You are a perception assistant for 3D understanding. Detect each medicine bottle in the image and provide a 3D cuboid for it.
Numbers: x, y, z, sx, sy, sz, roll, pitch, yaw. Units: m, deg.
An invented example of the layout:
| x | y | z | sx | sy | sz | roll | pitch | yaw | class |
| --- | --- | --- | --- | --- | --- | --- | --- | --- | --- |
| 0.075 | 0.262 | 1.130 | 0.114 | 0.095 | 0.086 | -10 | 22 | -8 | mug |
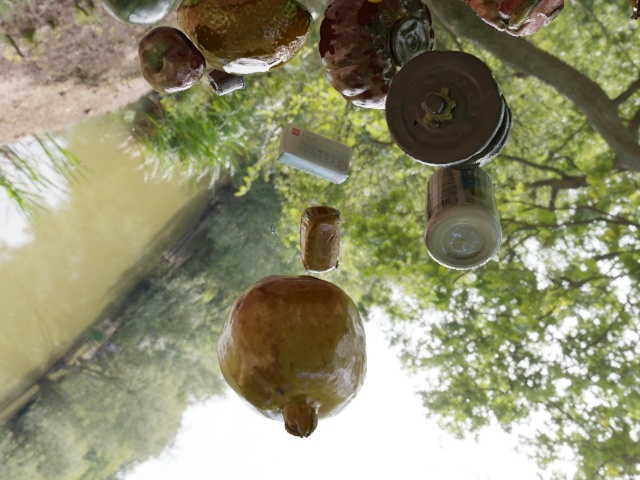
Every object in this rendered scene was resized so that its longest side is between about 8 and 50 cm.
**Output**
| x | y | z | sx | sy | sz | roll | pitch | yaw | class |
| --- | --- | --- | --- | --- | --- | --- | --- | --- | --- |
| 0.311 | -0.076 | 1.266 | 0.157 | 0.157 | 0.288 | -40 | -161 | 31 | medicine bottle |

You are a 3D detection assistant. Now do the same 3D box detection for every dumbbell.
| x | y | z | sx | sy | sz | roll | pitch | yaw | class |
| --- | --- | --- | --- | --- | --- | --- | --- | --- | --- |
| 0.236 | -0.218 | 0.999 | 0.185 | 0.185 | 0.388 | -41 | 171 | 21 | dumbbell |

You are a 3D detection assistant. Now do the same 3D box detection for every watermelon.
| x | y | z | sx | sy | sz | roll | pitch | yaw | class |
| --- | --- | --- | --- | --- | --- | --- | --- | --- | --- |
| -0.628 | -0.890 | 1.957 | 0.279 | 0.279 | 0.359 | -46 | -153 | -23 | watermelon |

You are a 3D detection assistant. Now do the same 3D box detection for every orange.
| x | y | z | sx | sy | sz | roll | pitch | yaw | class |
| --- | --- | --- | --- | --- | --- | --- | --- | --- | --- |
| -0.180 | -0.516 | 1.418 | 0.335 | 0.196 | 0.262 | -7 | -172 | 0 | orange |

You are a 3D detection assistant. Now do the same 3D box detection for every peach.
| x | y | z | sx | sy | sz | roll | pitch | yaw | class |
| --- | --- | --- | --- | --- | --- | --- | --- | --- | --- |
| -0.333 | -0.415 | 1.302 | 0.152 | 0.152 | 0.152 | -43 | -174 | 6 | peach |

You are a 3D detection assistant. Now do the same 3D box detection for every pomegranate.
| x | y | z | sx | sy | sz | roll | pitch | yaw | class |
| --- | --- | --- | --- | --- | --- | --- | --- | --- | --- |
| -0.062 | 0.284 | 1.368 | 0.410 | 0.410 | 0.410 | -43 | -174 | 6 | pomegranate |

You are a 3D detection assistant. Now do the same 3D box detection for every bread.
| x | y | z | sx | sy | sz | roll | pitch | yaw | class |
| --- | --- | --- | --- | --- | --- | --- | --- | --- | --- |
| 0.000 | 0.000 | 2.020 | 0.136 | 0.241 | 0.107 | -5 | -147 | -13 | bread |

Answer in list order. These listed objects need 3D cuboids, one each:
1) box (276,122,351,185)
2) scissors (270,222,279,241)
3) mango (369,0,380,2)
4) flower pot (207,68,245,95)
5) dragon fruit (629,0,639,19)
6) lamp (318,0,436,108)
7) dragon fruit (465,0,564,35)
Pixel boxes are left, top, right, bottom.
| x | y | z | sx | sy | sz | roll | pitch | yaw | class |
| --- | --- | --- | --- | --- | --- | --- | --- | --- | --- |
| -0.020 | -0.313 | 2.077 | 0.079 | 0.269 | 0.135 | 138 | -35 | -57 | box |
| -0.148 | -0.021 | 1.864 | 0.006 | 0.083 | 0.036 | -4 | -129 | 14 | scissors |
| 0.110 | -0.583 | 1.126 | 0.141 | 0.102 | 0.217 | 33 | 74 | -71 | mango |
| -0.304 | -0.510 | 1.788 | 0.089 | 0.111 | 0.111 | -35 | -176 | -17 | flower pot |
| 0.507 | -0.360 | 0.813 | 0.126 | 0.068 | 0.112 | -22 | -133 | -5 | dragon fruit |
| 0.137 | -0.470 | 1.368 | 0.303 | 0.303 | 0.257 | -45 | -147 | -17 | lamp |
| 0.564 | -0.742 | 1.544 | 0.314 | 0.296 | 0.263 | -28 | 168 | -28 | dragon fruit |
